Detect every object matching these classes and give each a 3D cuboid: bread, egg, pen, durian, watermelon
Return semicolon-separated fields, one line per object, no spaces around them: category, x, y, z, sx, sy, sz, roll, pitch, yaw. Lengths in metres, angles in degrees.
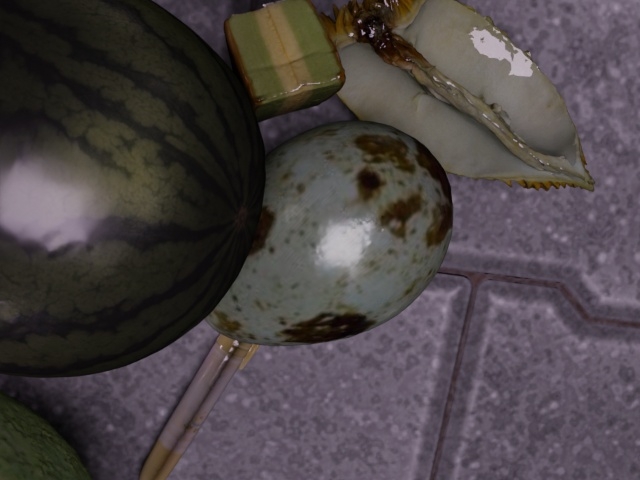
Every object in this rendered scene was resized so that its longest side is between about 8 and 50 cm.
bread;-0.025;-0.109;0.648;0.074;0.139;0.084;-17;64;-8
egg;0.000;0.000;0.673;0.231;0.169;0.169;-31;107;3
pen;-0.104;0.140;0.767;0.040;0.032;0.233;24;102;-38
durian;0.116;-0.126;0.675;0.252;0.139;0.144;41;91;-16
watermelon;-0.214;-0.053;0.563;0.359;0.279;0.279;18;103;22

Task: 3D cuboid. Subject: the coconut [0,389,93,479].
coconut;-0.334;0.272;0.635;0.328;0.281;0.328;-3;104;-11
